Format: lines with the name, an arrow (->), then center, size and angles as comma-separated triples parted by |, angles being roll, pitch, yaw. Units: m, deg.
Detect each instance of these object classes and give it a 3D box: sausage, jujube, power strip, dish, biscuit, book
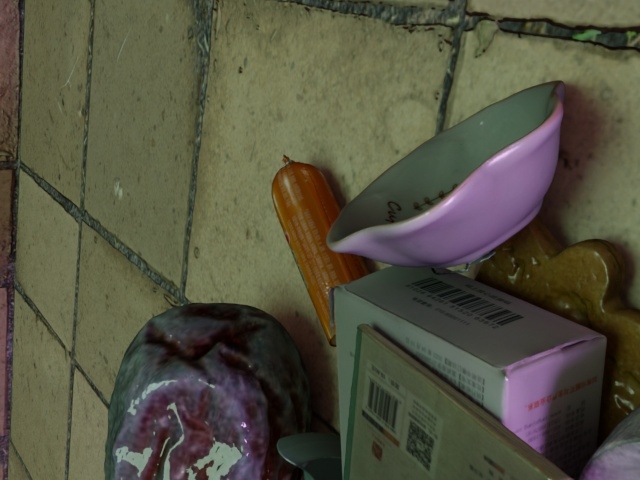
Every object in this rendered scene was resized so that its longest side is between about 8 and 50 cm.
sausage -> 0.000, 0.000, 0.876 | 0.071, 0.071, 0.234 | -52, 52, 43
jujube -> -0.131, 0.222, 0.947 | 0.247, 0.215, 0.307 | 25, 104, 12
power strip -> -0.003, 0.277, 0.846 | 0.044, 0.137, 0.215 | 45, 123, 52
dish -> 0.116, -0.034, 0.639 | 0.081, 0.229, 0.229 | 54, 145, -11
biscuit -> 0.204, 0.092, 0.621 | 0.249, 0.035, 0.184 | 50, 135, 40
book -> 0.082, 0.230, 0.597 | 0.215, 0.025, 0.282 | 35, 130, 47

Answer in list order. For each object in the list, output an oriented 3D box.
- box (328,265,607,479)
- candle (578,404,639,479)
box -> 0.113, 0.187, 0.656 | 0.200, 0.106, 0.299 | 25, 124, 53
candle -> 0.232, 0.199, 0.518 | 0.168, 0.068, 0.192 | -30, 88, 51
